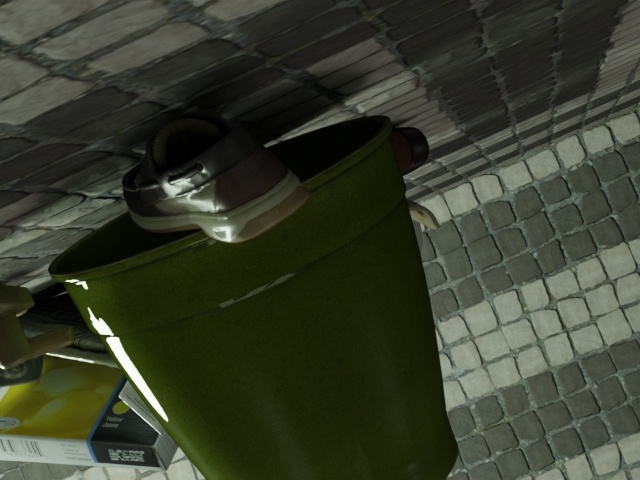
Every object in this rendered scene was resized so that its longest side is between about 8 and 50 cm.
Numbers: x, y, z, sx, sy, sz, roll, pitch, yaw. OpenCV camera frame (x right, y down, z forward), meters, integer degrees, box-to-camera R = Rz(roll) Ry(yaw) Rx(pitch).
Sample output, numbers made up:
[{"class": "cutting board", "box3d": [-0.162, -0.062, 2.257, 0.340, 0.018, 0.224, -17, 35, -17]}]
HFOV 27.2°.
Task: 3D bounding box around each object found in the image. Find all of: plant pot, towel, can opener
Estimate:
[{"class": "plant pot", "box3d": [-0.032, 0.108, 1.339, 0.366, 0.353, 0.366, -23, -168, 5]}, {"class": "towel", "box3d": [-0.310, 0.120, 2.001, 0.324, 0.056, 0.312, 8, -169, 29]}, {"class": "can opener", "box3d": [-0.553, 0.196, 1.973, 0.283, 0.076, 0.095, -8, 176, -32]}]

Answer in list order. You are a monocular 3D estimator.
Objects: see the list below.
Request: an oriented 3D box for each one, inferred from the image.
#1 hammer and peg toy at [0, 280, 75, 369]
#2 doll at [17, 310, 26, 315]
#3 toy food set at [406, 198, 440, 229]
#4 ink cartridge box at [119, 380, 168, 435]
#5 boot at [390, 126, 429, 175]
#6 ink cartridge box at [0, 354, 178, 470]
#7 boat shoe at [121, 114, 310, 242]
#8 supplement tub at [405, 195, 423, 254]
[{"class": "hammer and peg toy", "box3d": [-0.413, 0.103, 1.330, 0.266, 0.127, 0.361, -25, 177, 0]}, {"class": "doll", "box3d": [-0.458, 0.104, 1.729, 0.129, 0.046, 0.189, -25, 176, 41]}, {"class": "toy food set", "box3d": [0.000, 0.000, 2.027, 0.306, 0.092, 0.219, -22, -157, -19]}, {"class": "ink cartridge box", "box3d": [-0.160, 0.150, 1.826, 0.212, 0.093, 0.154, -57, 159, 16]}, {"class": "boot", "box3d": [-0.018, -0.056, 1.756, 0.264, 0.096, 0.280, -25, 175, 38]}, {"class": "ink cartridge box", "box3d": [-0.322, 0.216, 2.033, 0.303, 0.072, 0.307, -1, -140, 22]}, {"class": "boat shoe", "box3d": [-0.104, -0.061, 1.121, 0.103, 0.092, 0.285, -31, -162, -19]}, {"class": "supplement tub", "box3d": [0.030, 0.015, 2.395, 0.272, 0.191, 0.191, -25, 176, 38]}]
